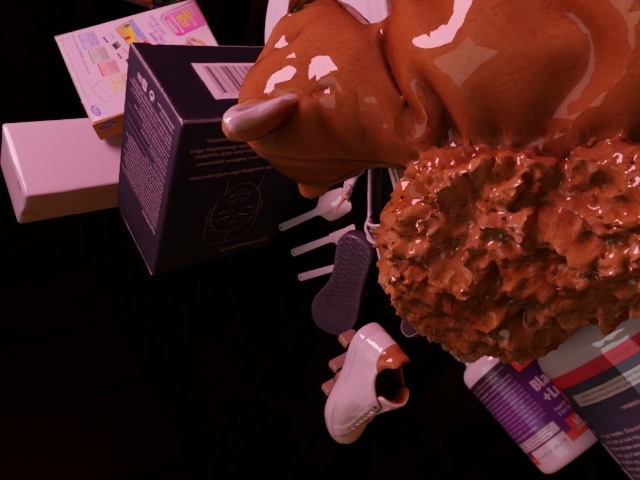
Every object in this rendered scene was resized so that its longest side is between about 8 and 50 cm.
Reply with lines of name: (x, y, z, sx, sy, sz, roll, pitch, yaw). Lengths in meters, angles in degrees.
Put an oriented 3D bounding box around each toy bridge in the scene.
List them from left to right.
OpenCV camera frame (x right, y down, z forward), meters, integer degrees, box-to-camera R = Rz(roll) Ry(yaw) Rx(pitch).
toy bridge: (0.048, 0.244, 0.945, 0.026, 0.063, 0.188, 45, 139, 32)

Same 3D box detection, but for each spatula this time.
spatula: (0.000, 0.000, 0.955, 0.242, 0.019, 0.168, -19, 94, 54)

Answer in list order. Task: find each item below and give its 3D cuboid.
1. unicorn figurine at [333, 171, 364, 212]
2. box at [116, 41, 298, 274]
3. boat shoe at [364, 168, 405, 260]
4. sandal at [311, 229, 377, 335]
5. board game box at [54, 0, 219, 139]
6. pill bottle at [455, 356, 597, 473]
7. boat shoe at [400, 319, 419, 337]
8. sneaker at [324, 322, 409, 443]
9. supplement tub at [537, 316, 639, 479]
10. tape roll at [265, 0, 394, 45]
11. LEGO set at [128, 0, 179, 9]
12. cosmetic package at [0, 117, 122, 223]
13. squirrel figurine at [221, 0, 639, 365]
unicorn figurine: (0.051, -0.143, 0.806, 0.111, 0.060, 0.161, -50, 48, 49)
box: (-0.210, -0.155, 0.929, 0.212, 0.294, 0.395, 54, 139, 24)
boat shoe: (0.108, -0.025, 0.748, 0.095, 0.084, 0.258, 10, 111, 50)
sandal: (0.054, 0.088, 0.890, 0.097, 0.054, 0.254, 35, 129, 17)
board game box: (-0.378, -0.384, 1.036, 0.242, 0.317, 0.064, 63, 165, 14)
pill bottle: (0.261, 0.189, 0.618, 0.193, 0.108, 0.108, 50, 137, 27)
boat shoe: (0.164, 0.111, 0.758, 0.056, 0.049, 0.152, 50, 138, 26)
sneaker: (0.089, 0.303, 0.880, 0.123, 0.106, 0.290, 39, 130, 40)
supplement tub: (0.356, 0.160, 0.417, 0.272, 0.191, 0.191, 56, 140, 22)
tape roll: (0.058, -0.271, 0.648, 0.246, 0.169, 0.246, 22, 120, 46)
LEGO set: (-0.373, -0.644, 0.985, 0.331, 0.192, 0.254, 17, 102, 52)
cosmetic package: (-0.487, -0.184, 1.135, 0.230, 0.453, 0.161, -21, 87, 52)
squirrel figurine: (0.115, -0.091, 0.383, 0.371, 0.281, 0.396, -13, 80, 13)
